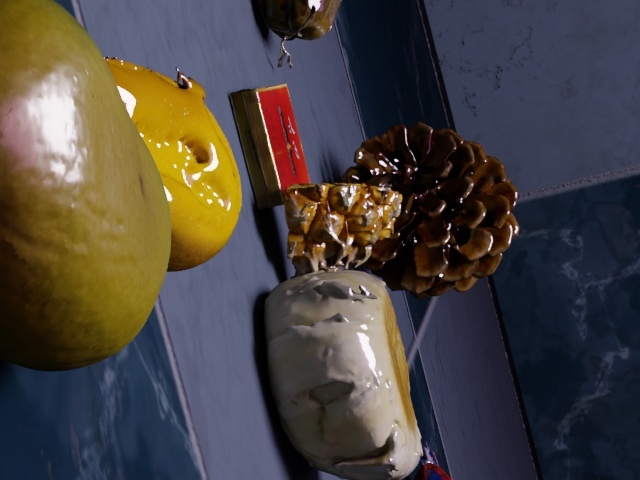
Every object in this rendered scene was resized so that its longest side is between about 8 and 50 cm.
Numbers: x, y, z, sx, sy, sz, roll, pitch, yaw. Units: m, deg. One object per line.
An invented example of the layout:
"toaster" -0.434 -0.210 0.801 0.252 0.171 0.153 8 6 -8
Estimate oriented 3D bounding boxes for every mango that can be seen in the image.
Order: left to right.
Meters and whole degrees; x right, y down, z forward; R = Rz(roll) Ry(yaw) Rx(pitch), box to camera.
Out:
"mango" -0.112 -0.014 0.745 0.237 0.091 0.137 58 27 -62
"mango" -0.093 -0.040 0.960 0.187 0.066 0.101 44 42 -63

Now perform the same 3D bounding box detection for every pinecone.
"pinecone" 0.090 -0.035 1.720 0.165 0.163 0.163 42 35 -59

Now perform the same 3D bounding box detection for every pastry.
"pastry" 0.017 0.095 1.325 0.166 0.088 0.166 -13 90 -79

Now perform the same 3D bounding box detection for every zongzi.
"zongzi" 0.031 -0.255 1.591 0.084 0.184 0.187 61 18 -55

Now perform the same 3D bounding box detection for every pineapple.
"pineapple" 0.000 0.000 1.412 0.114 0.077 0.114 3 107 -48

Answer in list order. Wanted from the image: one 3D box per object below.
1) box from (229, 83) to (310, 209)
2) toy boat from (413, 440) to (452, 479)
"box" -0.037 -0.073 1.442 0.133 0.023 0.090 -29 108 -79
"toy boat" 0.124 0.303 1.785 0.318 0.072 0.219 75 0 -86
